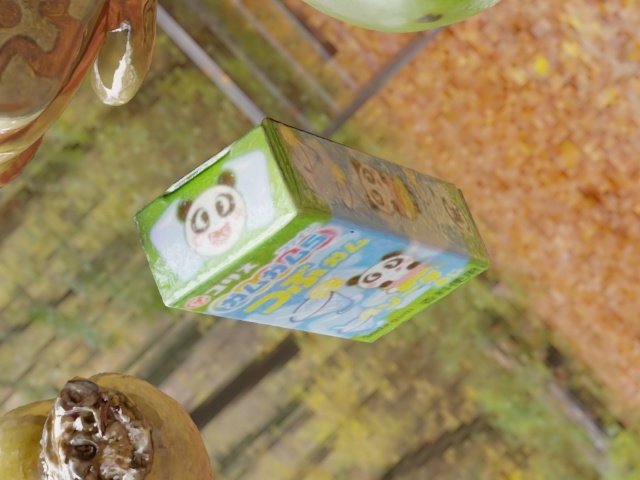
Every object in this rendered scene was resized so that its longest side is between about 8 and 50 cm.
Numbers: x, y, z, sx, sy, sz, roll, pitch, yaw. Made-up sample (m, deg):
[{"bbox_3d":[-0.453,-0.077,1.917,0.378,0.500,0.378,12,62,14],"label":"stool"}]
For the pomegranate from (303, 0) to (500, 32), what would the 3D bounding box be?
[{"bbox_3d":[0.066,-0.293,1.158,0.310,0.358,0.216,62,-154,-13],"label":"pomegranate"}]

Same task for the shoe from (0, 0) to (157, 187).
[{"bbox_3d":[-0.076,-0.064,0.448,0.069,0.072,0.109,124,149,-58],"label":"shoe"}]

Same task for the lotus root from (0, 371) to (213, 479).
[{"bbox_3d":[-0.150,0.178,1.151,0.151,0.169,0.342,57,153,16],"label":"lotus root"}]

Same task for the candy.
[{"bbox_3d":[0.000,0.000,0.972,0.194,0.097,0.062,14,-132,-54],"label":"candy"}]
